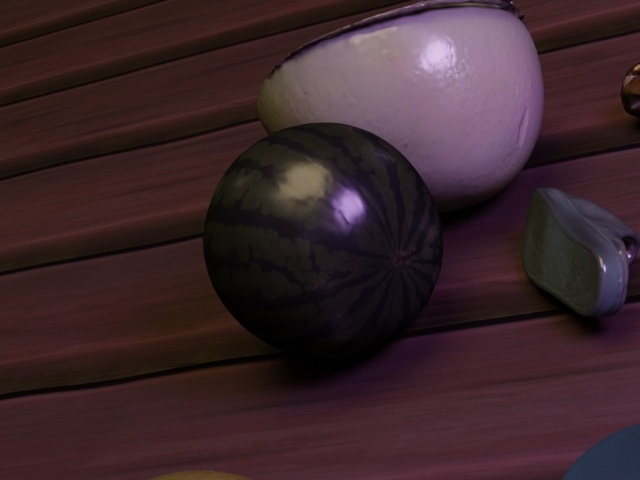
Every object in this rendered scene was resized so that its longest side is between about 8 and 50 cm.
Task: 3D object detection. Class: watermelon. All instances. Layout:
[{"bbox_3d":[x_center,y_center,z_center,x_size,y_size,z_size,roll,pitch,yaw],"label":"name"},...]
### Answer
[{"bbox_3d":[0.000,0.000,1.370,0.212,0.212,0.212,-20,28,11],"label":"watermelon"}]

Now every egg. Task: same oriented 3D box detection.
[{"bbox_3d":[0.082,-0.103,1.510,0.286,0.174,0.264,-22,-20,36],"label":"egg"}]

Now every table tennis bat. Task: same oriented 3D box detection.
[{"bbox_3d":[0.249,0.150,1.092,0.201,0.033,0.124,-38,32,-18],"label":"table tennis bat"}]

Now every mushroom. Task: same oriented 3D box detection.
[{"bbox_3d":[0.374,-0.147,1.483,0.187,0.060,0.061,-7,42,25],"label":"mushroom"}]

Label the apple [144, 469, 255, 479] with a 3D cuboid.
[{"bbox_3d":[-0.139,0.242,1.121,0.265,0.120,0.193,-37,5,9],"label":"apple"}]

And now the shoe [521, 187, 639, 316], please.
[{"bbox_3d":[0.229,0.013,1.324,0.078,0.079,0.195,8,16,-12],"label":"shoe"}]
